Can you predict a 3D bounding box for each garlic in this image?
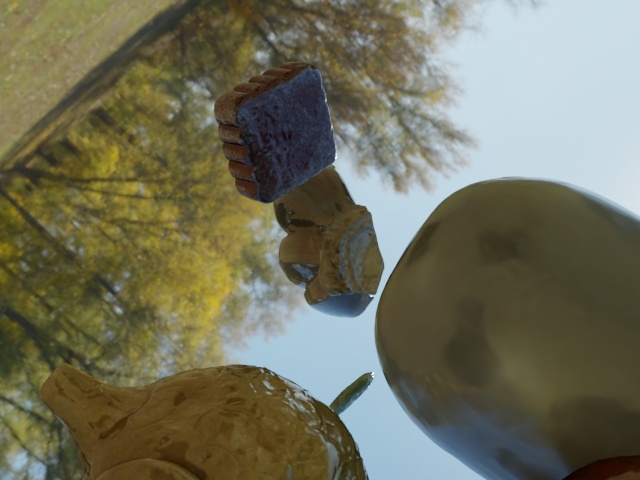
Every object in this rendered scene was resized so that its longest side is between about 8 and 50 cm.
[{"bbox_3d":[0.001,0.000,1.356,0.132,0.279,0.325,-9,-177,-19],"label":"garlic"}]

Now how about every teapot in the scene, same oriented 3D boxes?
[{"bbox_3d":[-0.070,0.194,0.492,0.203,0.311,0.167,-51,160,18],"label":"teapot"}]

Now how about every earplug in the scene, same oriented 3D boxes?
[{"bbox_3d":[0.249,0.118,0.778,0.313,0.394,0.312,-55,169,-16],"label":"earplug"}]

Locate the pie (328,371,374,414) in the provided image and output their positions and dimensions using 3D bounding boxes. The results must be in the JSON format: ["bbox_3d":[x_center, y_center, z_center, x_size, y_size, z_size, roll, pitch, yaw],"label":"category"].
[{"bbox_3d":[0.035,0.190,0.962,0.085,0.017,0.085,-40,167,-11],"label":"pie"}]

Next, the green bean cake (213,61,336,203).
[{"bbox_3d":[-0.051,-0.125,0.908,0.056,0.136,0.135,17,-138,42],"label":"green bean cake"}]

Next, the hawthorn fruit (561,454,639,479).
[{"bbox_3d":[0.278,0.284,0.521,0.254,0.300,0.254,10,90,-88],"label":"hawthorn fruit"}]
